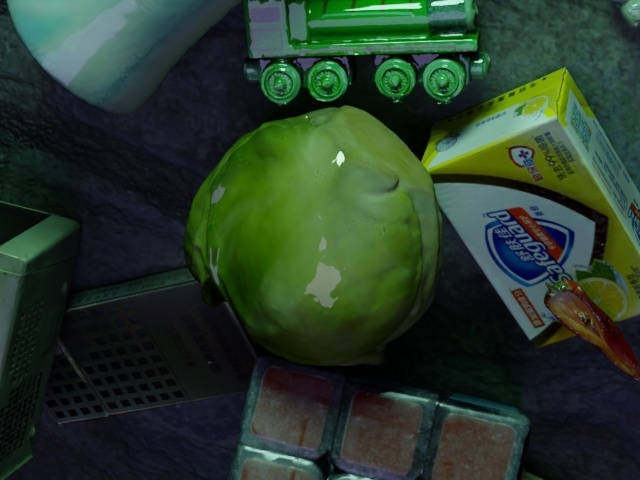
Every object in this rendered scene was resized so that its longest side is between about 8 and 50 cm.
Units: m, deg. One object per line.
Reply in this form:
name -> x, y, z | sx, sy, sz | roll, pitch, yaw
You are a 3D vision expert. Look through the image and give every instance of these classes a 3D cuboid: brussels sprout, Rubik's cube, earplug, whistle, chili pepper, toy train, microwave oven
brussels sprout -> -0.002, -0.001, 1.365 | 0.259, 0.227, 0.294 | 51, 131, 17
Rubik's cube -> 0.056, 0.302, 1.504 | 0.305, 0.301, 0.303 | 14, 87, 6
earplug -> -0.128, -0.285, 1.270 | 0.324, 0.185, 0.185 | -36, 111, 27
whistle -> 0.299, -0.226, 1.280 | 0.035, 0.035, 0.100 | -30, 117, 31
chili pepper -> 0.292, 0.094, 1.407 | 0.178, 0.027, 0.045 | 43, 129, -19
toy train -> 0.043, -0.200, 1.342 | 0.251, 0.085, 0.119 | -1, 111, 11
microwave oven -> -0.513, 0.085, 1.552 | 0.394, 0.247, 0.333 | 14, 97, 4

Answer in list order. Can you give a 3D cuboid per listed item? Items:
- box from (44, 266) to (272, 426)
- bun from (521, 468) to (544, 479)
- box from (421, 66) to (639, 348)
box -> -0.234, 0.134, 1.686 | 0.325, 0.047, 0.180 | -13, 122, 22
bun -> 0.218, 0.383, 1.701 | 0.221, 0.134, 0.220 | 0, 95, 6
box -> 0.241, -0.027, 1.407 | 0.168, 0.097, 0.265 | -21, 119, 27
